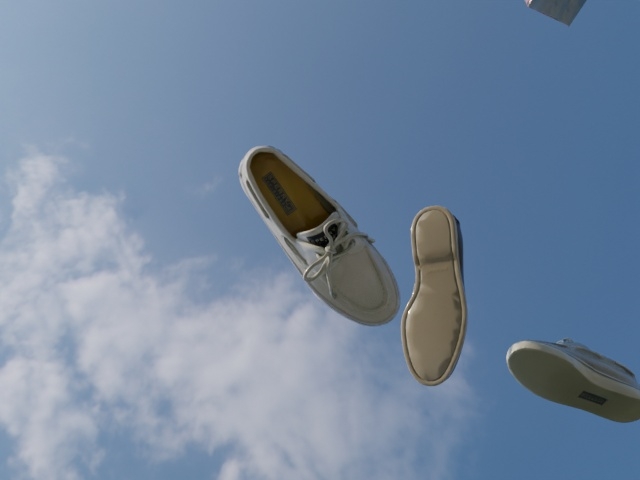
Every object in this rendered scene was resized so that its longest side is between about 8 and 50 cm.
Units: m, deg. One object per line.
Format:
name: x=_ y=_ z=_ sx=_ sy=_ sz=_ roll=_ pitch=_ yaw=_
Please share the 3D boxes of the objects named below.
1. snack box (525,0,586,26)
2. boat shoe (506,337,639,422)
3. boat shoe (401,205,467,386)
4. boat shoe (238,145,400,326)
snack box: x=0.330 y=-0.401 z=0.852 sx=0.070 sy=0.207 sz=0.174 roll=23 pitch=-55 yaw=-8
boat shoe: x=0.364 y=0.188 z=0.941 sx=0.227 sy=0.081 sz=0.079 roll=24 pitch=-55 yaw=-11
boat shoe: x=0.139 y=0.065 z=0.753 sx=0.075 sy=0.065 sz=0.206 roll=-5 pitch=-109 yaw=26
boat shoe: x=0.006 y=-0.007 z=1.040 sx=0.136 sy=0.156 sz=0.367 roll=-37 pitch=-86 yaw=-4
